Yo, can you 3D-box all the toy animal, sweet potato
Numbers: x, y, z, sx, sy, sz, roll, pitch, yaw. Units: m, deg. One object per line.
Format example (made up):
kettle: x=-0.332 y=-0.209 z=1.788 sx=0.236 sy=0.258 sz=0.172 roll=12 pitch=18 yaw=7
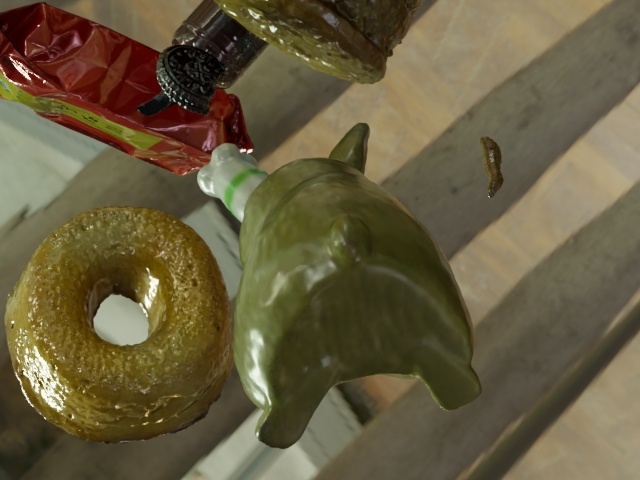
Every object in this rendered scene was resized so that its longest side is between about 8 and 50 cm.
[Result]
toy animal: x=0.006 y=0.019 z=0.934 sx=0.363 sy=0.181 sz=0.180 roll=-114 pitch=8 yaw=-72
sweet potato: x=0.205 y=-0.089 z=1.374 sx=0.026 sy=0.115 sz=0.026 roll=0 pitch=130 yaw=0

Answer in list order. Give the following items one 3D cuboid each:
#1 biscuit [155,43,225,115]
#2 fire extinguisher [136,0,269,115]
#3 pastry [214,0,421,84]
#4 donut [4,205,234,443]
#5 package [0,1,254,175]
biscuit: x=-0.131 y=-0.168 z=1.204 sx=0.089 sy=0.087 sz=0.027 roll=52 pitch=131 yaw=20
fire extinguisher: x=-0.105 y=-0.279 z=1.452 sx=0.102 sy=0.344 sz=0.138 roll=41 pitch=176 yaw=2
pastry: x=-0.010 y=-0.273 z=1.253 sx=0.235 sy=0.132 sz=0.240 roll=29 pitch=176 yaw=17
donut: x=-0.221 y=0.081 z=1.306 sx=0.278 sy=0.277 sz=0.108 roll=39 pitch=149 yaw=11
package: x=-0.308 y=-0.214 z=1.661 sx=0.424 sy=0.123 sz=0.196 roll=21 pitch=164 yaw=-24
